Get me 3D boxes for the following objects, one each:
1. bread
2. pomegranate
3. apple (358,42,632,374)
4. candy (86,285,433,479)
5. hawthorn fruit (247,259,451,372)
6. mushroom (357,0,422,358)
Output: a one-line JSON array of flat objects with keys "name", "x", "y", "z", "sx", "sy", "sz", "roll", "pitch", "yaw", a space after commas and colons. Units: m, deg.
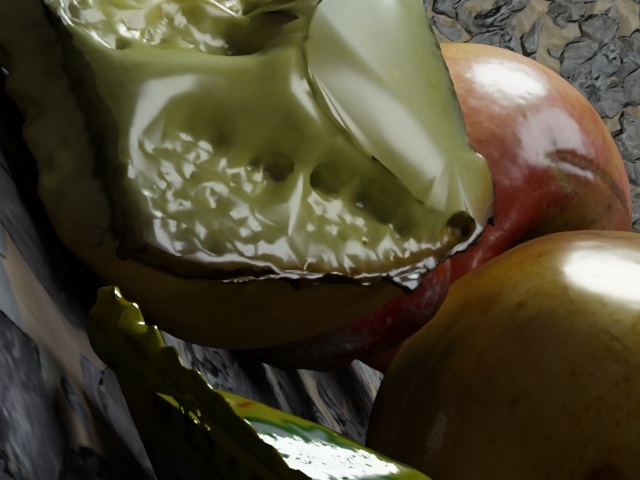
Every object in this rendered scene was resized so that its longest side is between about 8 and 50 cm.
[{"name": "bread", "x": -0.042, "y": -0.037, "z": 0.707, "sx": 0.262, "sy": 0.162, "sz": 0.204, "roll": -5, "pitch": 59, "yaw": -39}, {"name": "pomegranate", "x": 0.226, "y": 0.198, "z": 1.028, "sx": 0.416, "sy": 0.417, "sz": 0.416, "roll": 61, "pitch": 4, "yaw": -7}, {"name": "apple", "x": 0.130, "y": -0.032, "z": 1.458, "sx": 0.364, "sy": 0.364, "sz": 0.364, "roll": 61, "pitch": 4, "yaw": -7}, {"name": "candy", "x": 0.021, "y": 0.134, "z": 0.561, "sx": 0.187, "sy": 0.081, "sz": 0.297, "roll": 28, "pitch": -19, "yaw": 41}, {"name": "hawthorn fruit", "x": 0.000, "y": 0.000, "z": 0.946, "sx": 0.173, "sy": 0.173, "sz": 0.173, "roll": 61, "pitch": 4, "yaw": -7}, {"name": "mushroom", "x": 0.014, "y": -0.081, "z": 1.205, "sx": 0.154, "sy": 0.137, "sz": 0.407, "roll": 19, "pitch": 46, "yaw": -16}]
